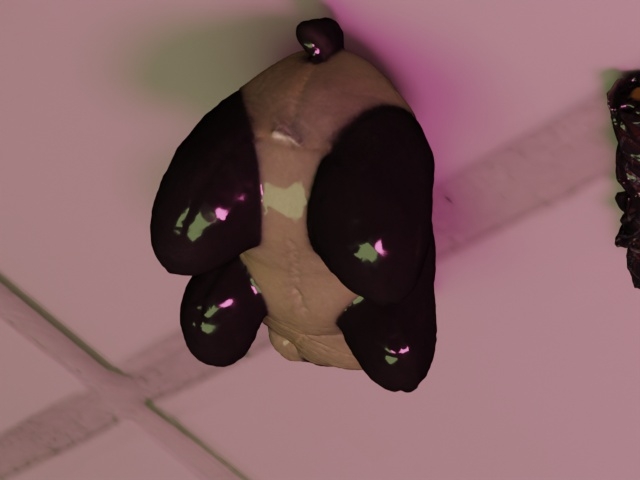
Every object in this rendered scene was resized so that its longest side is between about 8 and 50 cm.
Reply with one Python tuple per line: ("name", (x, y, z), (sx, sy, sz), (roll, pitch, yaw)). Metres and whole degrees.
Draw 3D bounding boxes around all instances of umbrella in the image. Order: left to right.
("umbrella", (0.167, -0.020, 0.884), (0.040, 0.037, 0.144), (4, 134, 23))

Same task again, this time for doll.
("doll", (0.001, -0.001, 0.943), (0.144, 0.135, 0.234), (11, 145, 15))
